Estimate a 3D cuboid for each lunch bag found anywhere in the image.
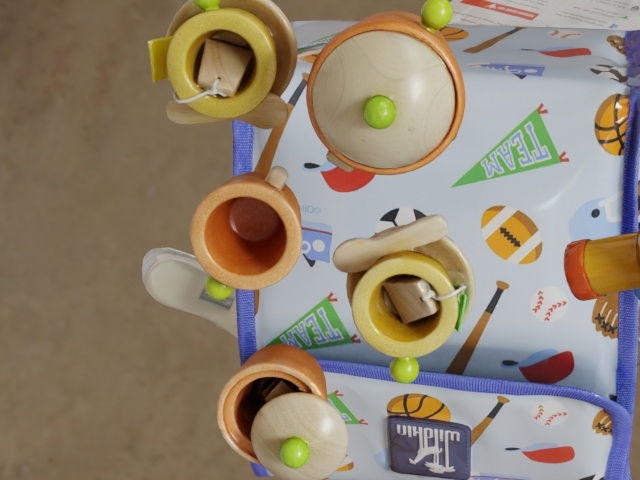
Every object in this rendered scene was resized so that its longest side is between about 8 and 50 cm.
[{"bbox_3d":[0.098,0.033,1.446,0.328,0.239,0.385,4,112,9],"label":"lunch bag"}]

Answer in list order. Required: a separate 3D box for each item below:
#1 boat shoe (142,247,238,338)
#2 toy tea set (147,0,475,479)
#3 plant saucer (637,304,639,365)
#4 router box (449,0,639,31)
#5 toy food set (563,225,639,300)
[{"bbox_3d":[-0.090,0.057,1.727,0.066,0.184,0.063,-66,20,15],"label":"boat shoe"},{"bbox_3d":[0.000,0.000,1.126,0.200,0.124,0.336,-4,108,8],"label":"toy tea set"},{"bbox_3d":[0.202,0.016,1.756,0.311,0.310,0.050,26,78,47],"label":"plant saucer"},{"bbox_3d":[0.285,-0.203,1.755,0.301,0.082,0.335,-39,37,-21],"label":"router box"},{"bbox_3d":[0.183,-0.045,0.764,0.104,0.111,0.232,-10,42,30],"label":"toy food set"}]
